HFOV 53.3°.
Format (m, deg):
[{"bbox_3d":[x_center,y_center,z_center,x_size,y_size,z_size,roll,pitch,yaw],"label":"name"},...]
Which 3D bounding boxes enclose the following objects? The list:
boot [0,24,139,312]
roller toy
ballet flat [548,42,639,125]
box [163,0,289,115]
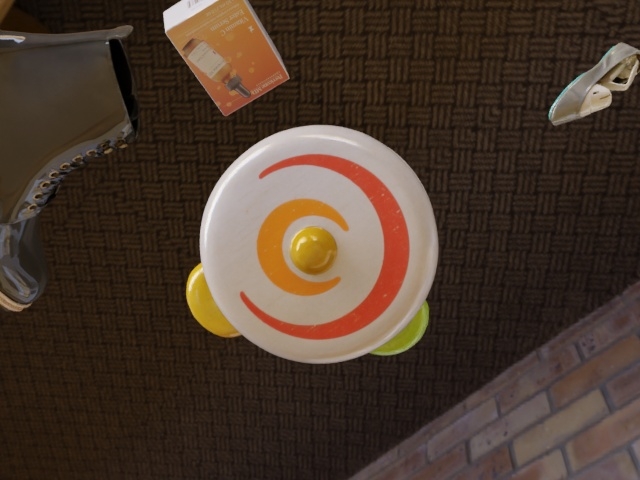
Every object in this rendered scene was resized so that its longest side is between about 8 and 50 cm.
[{"bbox_3d":[-0.174,-0.040,0.417,0.136,0.077,0.198,-4,126,-1],"label":"boot"},{"bbox_3d":[0.000,0.000,0.543,0.209,0.146,0.191,11,98,7],"label":"roller toy"},{"bbox_3d":[0.477,-0.262,1.081,0.213,0.068,0.072,-42,143,-17],"label":"ballet flat"},{"bbox_3d":[-0.150,-0.314,1.027,0.130,0.091,0.170,-29,130,8],"label":"box"}]
